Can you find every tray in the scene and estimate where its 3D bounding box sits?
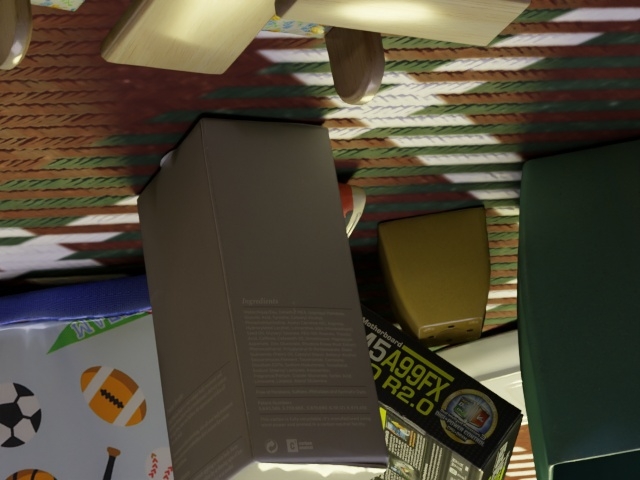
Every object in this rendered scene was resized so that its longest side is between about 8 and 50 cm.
[{"bbox_3d":[0.242,0.110,1.693,0.270,0.030,0.145,-17,144,27],"label":"tray"}]

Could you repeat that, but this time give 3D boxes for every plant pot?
[{"bbox_3d":[0.218,0.057,1.365,0.166,0.234,0.165,-10,157,1],"label":"plant pot"},{"bbox_3d":[0.089,0.034,1.449,0.081,0.083,0.081,-9,157,-2],"label":"plant pot"}]

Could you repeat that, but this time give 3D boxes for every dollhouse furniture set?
[{"bbox_3d":[-0.023,-0.128,0.934,0.212,0.161,0.242,4,153,-30],"label":"dollhouse furniture set"}]

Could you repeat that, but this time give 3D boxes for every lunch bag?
[{"bbox_3d":[-0.198,0.210,1.496,0.328,0.239,0.385,-9,117,-1],"label":"lunch bag"}]

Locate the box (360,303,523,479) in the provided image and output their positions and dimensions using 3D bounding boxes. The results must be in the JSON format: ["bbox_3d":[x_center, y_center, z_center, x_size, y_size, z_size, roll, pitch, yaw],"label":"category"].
[{"bbox_3d":[0.047,0.142,1.544,0.060,0.216,0.270,-51,165,-19],"label":"box"}]

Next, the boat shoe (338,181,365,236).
[{"bbox_3d":[0.000,0.000,1.385,0.043,0.049,0.137,-6,152,-14],"label":"boat shoe"}]

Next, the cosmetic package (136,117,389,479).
[{"bbox_3d":[-0.043,0.052,1.248,0.107,0.238,0.127,5,155,-26],"label":"cosmetic package"}]
